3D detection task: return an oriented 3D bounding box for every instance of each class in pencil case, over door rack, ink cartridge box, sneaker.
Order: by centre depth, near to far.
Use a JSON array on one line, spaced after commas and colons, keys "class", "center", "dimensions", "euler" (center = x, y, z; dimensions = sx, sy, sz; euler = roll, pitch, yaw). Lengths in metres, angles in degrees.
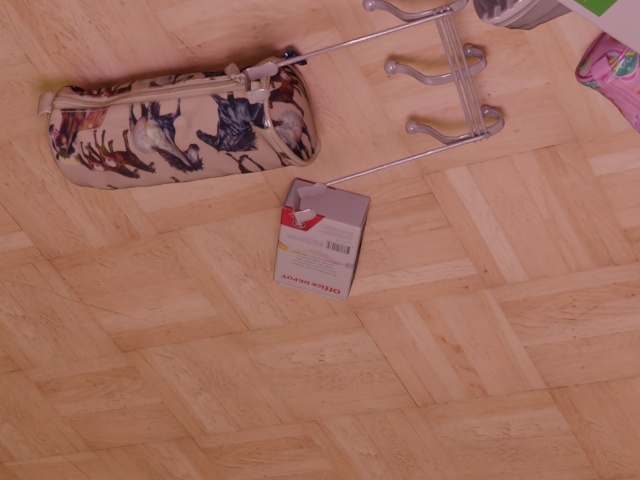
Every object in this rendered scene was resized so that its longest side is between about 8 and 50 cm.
[{"class": "sneaker", "center": [0.327, -0.355, 1.827], "dimensions": [0.281, 0.105, 0.115], "euler": [-26, 154, 34]}, {"class": "pencil case", "center": [0.470, -0.172, 1.919], "dimensions": [0.284, 0.124, 0.124], "euler": [39, 134, -18]}, {"class": "over door rack", "center": [0.070, -0.199, 1.994], "dimensions": [0.324, 0.108, 0.240], "euler": [-24, 129, -1]}, {"class": "pencil case", "center": [-0.211, -0.174, 2.139], "dimensions": [0.410, 0.160, 0.184], "euler": [-5, 133, 25]}, {"class": "ink cartridge box", "center": [0.000, 0.000, 2.303], "dimensions": [0.127, 0.072, 0.175], "euler": [15, 137, 5]}]

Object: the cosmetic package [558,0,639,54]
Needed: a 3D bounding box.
[{"class": "cosmetic package", "center": [0.419, -0.312, 1.660], "dimensions": [0.365, 0.155, 0.197], "euler": [26, 127, -25]}]
